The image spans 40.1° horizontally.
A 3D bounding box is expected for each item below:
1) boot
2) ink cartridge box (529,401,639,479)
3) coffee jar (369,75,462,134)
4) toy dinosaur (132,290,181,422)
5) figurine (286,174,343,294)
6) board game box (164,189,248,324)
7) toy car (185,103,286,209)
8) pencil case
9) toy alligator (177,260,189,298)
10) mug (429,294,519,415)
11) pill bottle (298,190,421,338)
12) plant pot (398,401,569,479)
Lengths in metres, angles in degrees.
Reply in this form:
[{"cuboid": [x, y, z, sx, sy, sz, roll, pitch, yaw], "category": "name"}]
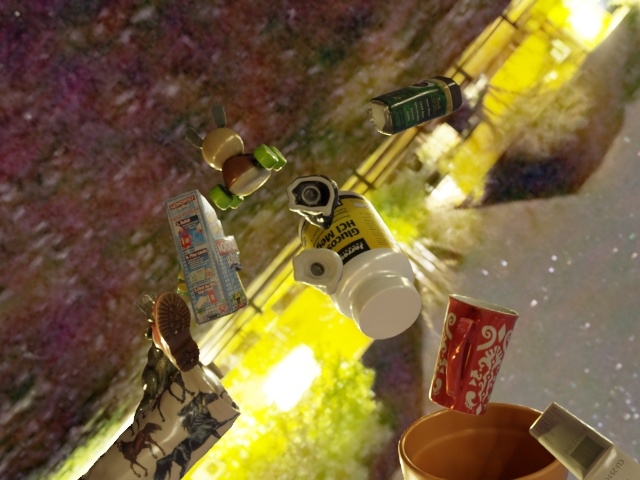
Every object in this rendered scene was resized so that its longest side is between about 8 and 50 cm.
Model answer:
[{"cuboid": [-0.247, 0.135, 1.402, 0.059, 0.084, 0.158, -32, 136, -29], "category": "boot"}, {"cuboid": [0.419, 0.340, 1.146, 0.066, 0.261, 0.296, -50, 179, 0], "category": "ink cartridge box"}, {"cuboid": [0.200, -0.283, 1.824, 0.184, 0.079, 0.096, -22, -156, -20], "category": "coffee jar"}, {"cuboid": [-0.345, 0.276, 1.922, 0.160, 0.121, 0.313, -172, -93, -72], "category": "toy dinosaur"}, {"cuboid": [0.000, 0.000, 1.640, 0.209, 0.092, 0.215, 46, 40, -82], "category": "figurine"}, {"cuboid": [-0.171, 0.019, 1.365, 0.060, 0.194, 0.194, -19, -179, 9], "category": "board game box"}, {"cuboid": [-0.195, -0.186, 1.841, 0.155, 0.188, 0.149, -40, 176, 10], "category": "toy car"}, {"cuboid": [-0.333, 0.419, 1.740, 0.410, 0.160, 0.183, -47, -158, -6], "category": "pencil case"}, {"cuboid": [-0.252, 0.076, 1.713, 0.190, 0.051, 0.056, 105, -14, -49], "category": "toy alligator"}, {"cuboid": [0.224, 0.179, 1.380, 0.113, 0.150, 0.169, 21, -82, 52], "category": "mug"}, {"cuboid": [0.088, 0.052, 1.903, 0.188, 0.188, 0.334, -51, -141, 18], "category": "pill bottle"}, {"cuboid": [0.292, 0.438, 1.533, 0.291, 0.291, 0.203, -43, 127, -64], "category": "plant pot"}]
